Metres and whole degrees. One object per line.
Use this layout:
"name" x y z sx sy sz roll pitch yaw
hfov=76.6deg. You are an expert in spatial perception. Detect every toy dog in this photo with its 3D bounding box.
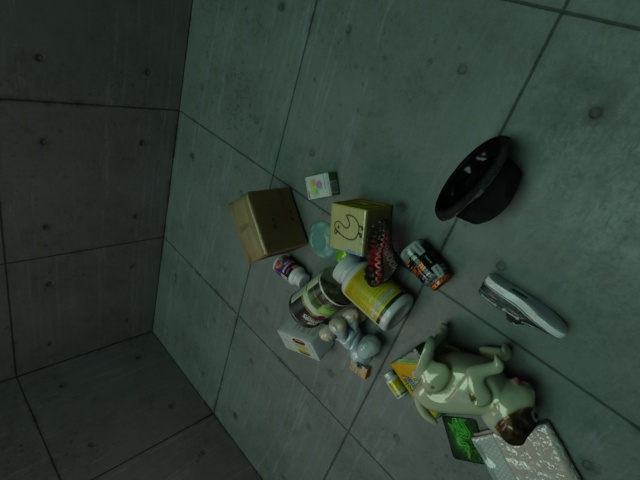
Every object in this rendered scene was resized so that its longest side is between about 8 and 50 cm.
"toy dog" 0.546 0.536 1.426 0.409 0.285 0.394 21 94 27

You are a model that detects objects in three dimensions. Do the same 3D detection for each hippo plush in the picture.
"hippo plush" 0.136 0.465 1.840 0.236 0.235 0.294 54 130 21

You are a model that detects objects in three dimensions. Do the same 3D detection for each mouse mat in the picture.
"mouse mat" 0.588 0.814 1.657 0.153 0.007 0.189 -17 87 44

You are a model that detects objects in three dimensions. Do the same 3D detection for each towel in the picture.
"towel" 0.759 0.838 1.467 0.317 0.054 0.331 -35 77 41

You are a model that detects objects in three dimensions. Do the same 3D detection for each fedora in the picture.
"fedora" 0.538 -0.174 1.341 0.153 0.333 0.334 34 129 -9

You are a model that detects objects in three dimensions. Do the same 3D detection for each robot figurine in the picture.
"robot figurine" 0.113 0.068 1.882 0.101 0.067 0.115 46 128 16

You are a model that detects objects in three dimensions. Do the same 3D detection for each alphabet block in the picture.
"alphabet block" 0.169 -0.060 1.714 0.193 0.194 0.196 15 110 39

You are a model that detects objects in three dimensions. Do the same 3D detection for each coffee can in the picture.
"coffee can" 0.003 0.274 1.941 0.275 0.202 0.201 -43 71 40

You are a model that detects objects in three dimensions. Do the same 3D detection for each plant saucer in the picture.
"plant saucer" 0.000 0.000 1.994 0.195 0.038 0.194 11 107 40

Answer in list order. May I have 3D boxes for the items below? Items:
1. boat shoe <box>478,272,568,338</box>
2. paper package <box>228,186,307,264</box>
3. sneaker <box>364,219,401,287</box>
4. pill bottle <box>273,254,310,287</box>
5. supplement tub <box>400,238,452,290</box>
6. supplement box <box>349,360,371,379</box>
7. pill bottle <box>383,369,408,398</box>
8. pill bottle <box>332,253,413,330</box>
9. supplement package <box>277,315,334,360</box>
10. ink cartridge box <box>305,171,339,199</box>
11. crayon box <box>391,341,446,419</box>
"boat shoe" 0.673 0.238 1.371 0.301 0.108 0.102 40 124 33
"paper package" -0.255 -0.080 2.024 0.168 0.310 0.324 -24 84 41
"sneaker" 0.253 0.050 1.604 0.098 0.135 0.275 -144 53 -61
"pill bottle" -0.150 0.165 2.124 0.194 0.108 0.107 33 121 33
"supplement tub" 0.411 0.096 1.575 0.190 0.117 0.117 51 129 22
"supplement box" 0.192 0.616 1.960 0.099 0.036 0.062 28 117 36
"pill bottle" 0.335 0.642 1.812 0.116 0.065 0.065 55 131 18
"pill bottle" 0.215 0.211 1.736 0.334 0.188 0.187 41 125 28
"supplement package" -0.076 0.496 2.087 0.244 0.134 0.138 7 130 43
"ink cartridge box" -0.012 -0.256 1.926 0.210 0.062 0.108 -4 98 44
"crayon box" 0.442 0.586 1.686 0.278 0.081 0.165 55 130 18
